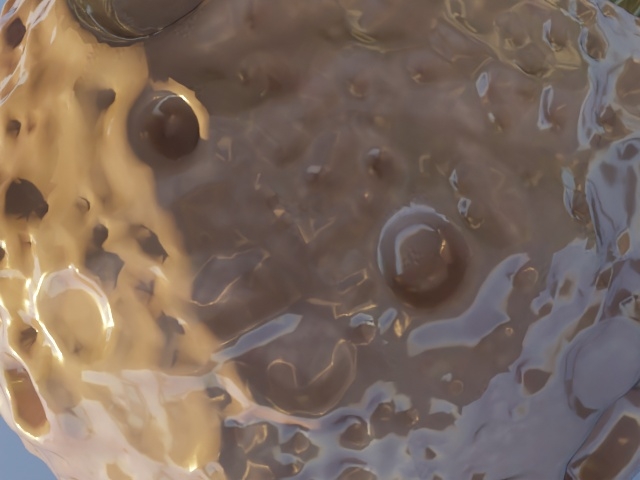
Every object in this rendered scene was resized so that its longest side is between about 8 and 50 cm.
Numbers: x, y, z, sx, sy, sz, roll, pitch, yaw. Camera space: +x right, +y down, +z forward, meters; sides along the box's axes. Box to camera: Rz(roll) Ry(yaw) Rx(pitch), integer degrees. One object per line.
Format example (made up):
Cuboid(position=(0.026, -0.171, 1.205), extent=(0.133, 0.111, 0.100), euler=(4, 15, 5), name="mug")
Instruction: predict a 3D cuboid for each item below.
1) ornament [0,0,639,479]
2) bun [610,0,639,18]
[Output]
Cuboid(position=(0.000, 0.000, 0.600), extent=(0.259, 0.259, 0.225), euler=(34, -78, 38), name="ornament")
Cuboid(position=(0.179, -0.200, 0.946), extent=(0.362, 0.326, 0.234), euler=(-7, -139, -28), name="bun")
